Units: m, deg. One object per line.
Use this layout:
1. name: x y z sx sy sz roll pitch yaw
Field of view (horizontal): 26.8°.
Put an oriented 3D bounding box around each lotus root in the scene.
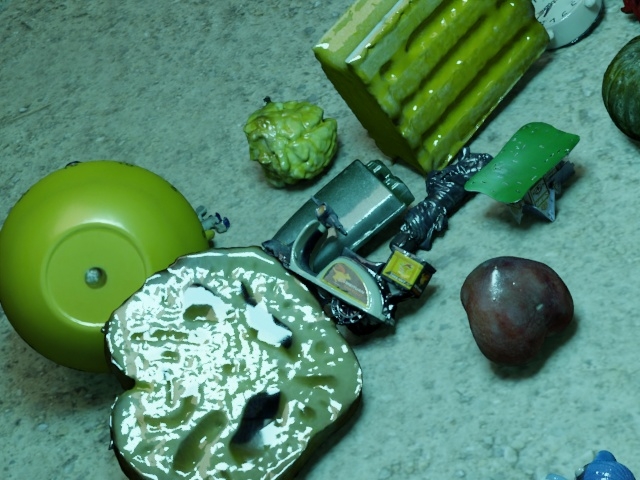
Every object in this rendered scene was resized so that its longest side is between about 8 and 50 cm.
1. lotus root: -0.128 0.194 1.891 0.375 0.111 0.390 4 65 2

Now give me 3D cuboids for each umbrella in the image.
1. umbrella: 0.184 -0.063 2.107 0.224 0.071 0.080 -47 35 -19

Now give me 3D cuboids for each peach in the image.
1. peach: 0.261 0.089 1.823 0.152 0.152 0.152 -18 39 16

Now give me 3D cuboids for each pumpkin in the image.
1. pumpkin: 0.531 -0.239 2.004 0.224 0.157 0.223 -14 32 9

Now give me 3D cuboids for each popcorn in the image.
1. popcorn: -0.055 -0.179 2.334 0.174 0.142 0.173 -14 44 14

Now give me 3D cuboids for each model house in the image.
1. model house: 0.319 -0.089 2.033 0.167 0.088 0.117 -45 40 -20

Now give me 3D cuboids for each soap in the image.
1. soap: 0.184 -0.312 2.173 0.335 0.293 0.156 -49 38 -8

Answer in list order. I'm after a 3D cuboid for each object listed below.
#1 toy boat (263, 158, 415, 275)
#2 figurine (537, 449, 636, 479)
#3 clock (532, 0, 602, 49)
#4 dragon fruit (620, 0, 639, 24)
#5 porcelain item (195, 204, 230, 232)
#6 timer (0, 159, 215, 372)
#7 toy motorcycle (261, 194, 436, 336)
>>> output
1. toy boat: 0.000 0.000 2.150 0.319 0.092 0.141 -40 39 -1
2. figurine: 0.307 0.306 1.614 0.149 0.087 0.086 -18 77 17
3. clock: 0.412 -0.403 2.329 0.229 0.063 0.155 -41 39 10
4. dragon fruit: 0.618 -0.468 2.264 0.286 0.227 0.329 -6 11 -19
5. porcelain item: -0.219 -0.035 2.382 0.136 0.021 0.075 -12 41 22
6. timer: -0.350 0.038 2.163 0.376 0.376 0.387 -34 5 -4
7. toy motorcycle: 0.026 0.040 2.021 0.263 0.091 0.157 29 85 27
